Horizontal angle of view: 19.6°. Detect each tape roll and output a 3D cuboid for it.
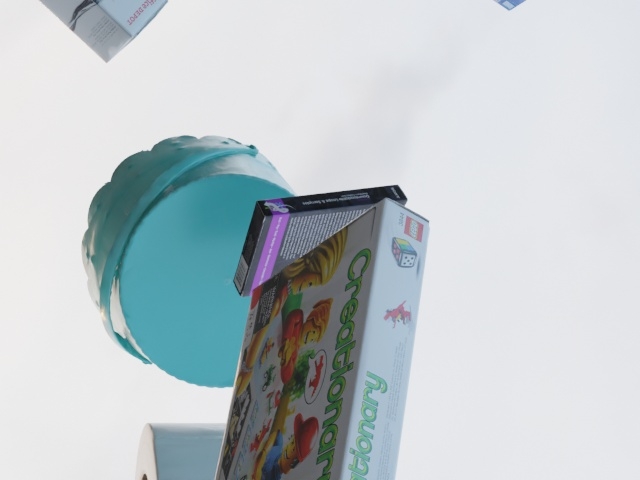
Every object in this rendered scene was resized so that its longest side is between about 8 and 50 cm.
[{"bbox_3d":[-0.132,0.343,2.251,0.246,0.169,0.246,-179,-90,-78],"label":"tape roll"}]

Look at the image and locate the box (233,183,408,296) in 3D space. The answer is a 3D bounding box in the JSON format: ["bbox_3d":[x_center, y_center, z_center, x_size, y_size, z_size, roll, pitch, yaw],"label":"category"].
[{"bbox_3d":[0.000,0.000,1.870,0.029,0.162,0.116,62,-33,38],"label":"box"}]

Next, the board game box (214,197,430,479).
[{"bbox_3d":[-0.007,0.136,1.430,0.193,0.053,0.305,-35,-145,45],"label":"board game box"}]

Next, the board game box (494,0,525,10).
[{"bbox_3d":[0.128,-0.326,1.747,0.035,0.136,0.201,-31,-122,26],"label":"board game box"}]

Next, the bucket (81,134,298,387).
[{"bbox_3d":[-0.126,0.026,2.069,0.281,0.281,0.183,-51,-160,-2],"label":"bucket"}]

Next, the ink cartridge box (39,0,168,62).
[{"bbox_3d":[-0.269,-0.298,2.188,0.063,0.150,0.109,-39,-168,37],"label":"ink cartridge box"}]
